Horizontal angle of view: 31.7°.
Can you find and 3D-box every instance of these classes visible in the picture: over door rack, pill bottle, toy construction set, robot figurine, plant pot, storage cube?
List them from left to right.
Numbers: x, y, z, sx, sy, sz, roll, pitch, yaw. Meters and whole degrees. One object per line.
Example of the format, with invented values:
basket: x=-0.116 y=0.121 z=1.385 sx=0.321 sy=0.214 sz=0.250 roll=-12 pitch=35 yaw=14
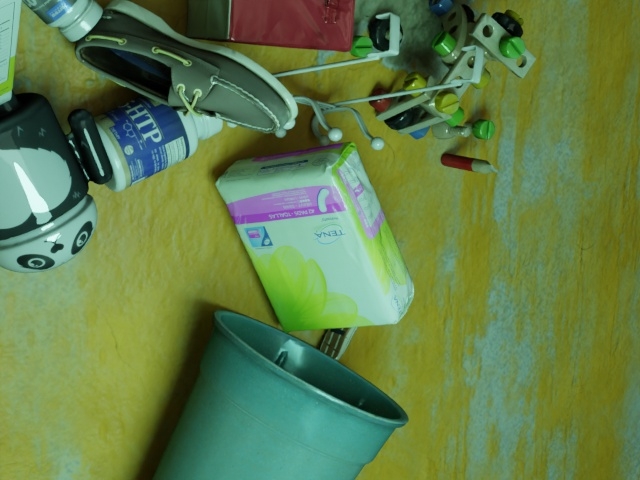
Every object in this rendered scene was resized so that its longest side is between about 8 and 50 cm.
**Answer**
robot figurine: x=-0.412 y=-0.089 z=1.515 sx=0.173 sy=0.209 sz=0.278 roll=-61 pitch=135 yaw=-56
pill bottle: x=-0.369 y=-0.343 z=1.543 sx=0.137 sy=0.078 sz=0.078 roll=45 pitch=77 yaw=-30
pill bottle: x=-0.243 y=-0.158 z=1.643 sx=0.186 sy=0.112 sz=0.112 roll=-30 pitch=115 yaw=-24
plant pot: x=-0.093 y=0.333 z=1.741 sx=0.341 sy=0.341 sz=0.334 roll=27 pitch=95 yaw=-33
storage cube: x=-0.073 y=-0.377 z=1.644 sx=0.193 sy=0.215 sz=0.184 roll=-1 pitch=102 yaw=-26
over door rack: x=0.049 y=-0.211 z=1.659 sx=0.239 sy=0.324 sz=0.108 roll=6 pitch=71 yaw=-52
toy construction set: x=0.239 y=-0.247 z=1.848 sx=0.257 sy=0.237 sz=0.309 roll=-36 pitch=118 yaw=-20

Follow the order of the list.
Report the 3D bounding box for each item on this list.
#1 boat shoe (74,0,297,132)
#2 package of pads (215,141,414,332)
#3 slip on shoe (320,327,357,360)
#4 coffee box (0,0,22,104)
boat shoe: x=-0.188 y=-0.224 z=1.563 sx=0.097 sy=0.324 sz=0.117 roll=-55 pitch=167 yaw=-30
package of pads: x=0.000 y=0.000 z=1.756 sx=0.101 sy=0.229 sz=0.297 roll=-54 pitch=129 yaw=-47
slip on shoe: x=0.041 y=0.150 z=1.934 sx=0.041 sy=0.051 sz=0.135 roll=57 pitch=54 yaw=-70
coffee box: x=-0.561 y=-0.271 z=1.222 sx=0.338 sy=0.334 sz=0.338 roll=-32 pitch=88 yaw=-21
